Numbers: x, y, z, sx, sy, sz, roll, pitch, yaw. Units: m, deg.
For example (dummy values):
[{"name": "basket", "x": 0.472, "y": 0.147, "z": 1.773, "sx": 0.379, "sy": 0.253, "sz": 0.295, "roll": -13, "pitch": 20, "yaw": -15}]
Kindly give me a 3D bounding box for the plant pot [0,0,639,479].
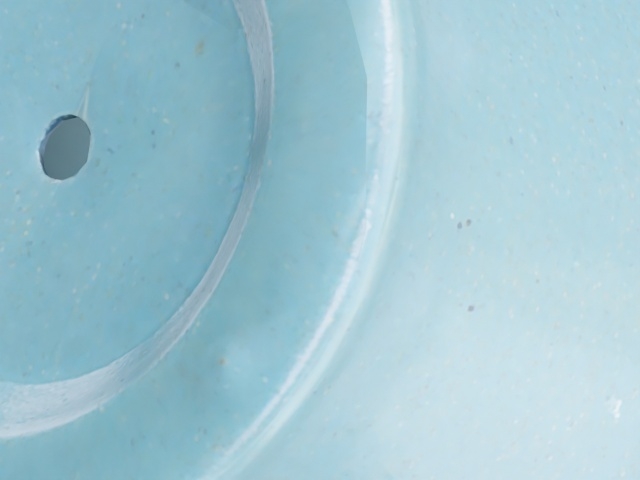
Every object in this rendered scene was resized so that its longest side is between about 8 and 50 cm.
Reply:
[{"name": "plant pot", "x": 0.000, "y": 0.000, "z": 0.484, "sx": 0.271, "sy": 0.255, "sz": 0.272, "roll": -8, "pitch": 75, "yaw": 32}]
